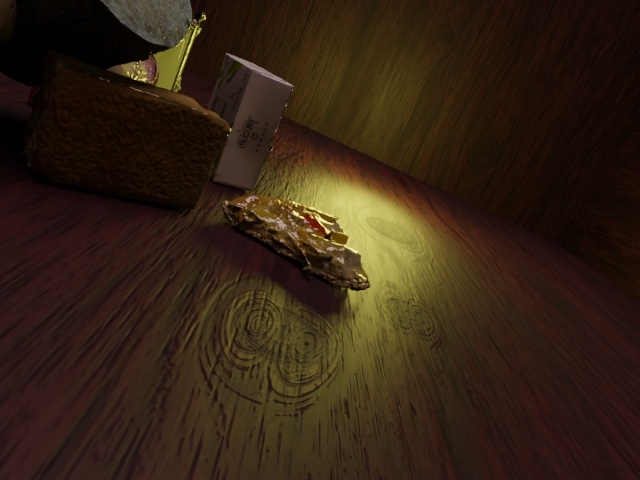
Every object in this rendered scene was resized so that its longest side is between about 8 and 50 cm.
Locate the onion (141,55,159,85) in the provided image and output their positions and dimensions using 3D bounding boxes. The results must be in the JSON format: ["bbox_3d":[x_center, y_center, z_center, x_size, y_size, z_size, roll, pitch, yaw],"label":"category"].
[{"bbox_3d":[-0.566,-0.525,1.500,0.195,0.218,0.140,4,-5,-25],"label":"onion"}]

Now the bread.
[{"bbox_3d":[-0.301,-0.162,0.821,0.274,0.185,0.114,11,25,-38],"label":"bread"}]

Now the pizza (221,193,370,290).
[{"bbox_3d":[0.000,0.000,0.957,0.287,0.075,0.280,36,20,34],"label":"pizza"}]

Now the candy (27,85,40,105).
[{"bbox_3d":[-0.530,-0.287,1.074,0.122,0.062,0.038,22,16,-13],"label":"candy"}]

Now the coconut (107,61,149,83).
[{"bbox_3d":[-0.554,-0.444,1.328,0.194,0.194,0.194,24,16,-7],"label":"coconut"}]

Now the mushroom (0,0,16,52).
[{"bbox_3d":[-0.525,-0.232,0.577,0.362,0.295,0.362,-12,16,4],"label":"mushroom"}]

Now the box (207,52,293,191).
[{"bbox_3d":[-0.185,-0.270,1.189,0.111,0.260,0.194,10,21,-33],"label":"box"}]

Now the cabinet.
[{"bbox_3d":[-0.587,-0.659,1.689,0.290,0.318,0.227,29,16,12],"label":"cabinet"}]

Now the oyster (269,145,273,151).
[{"bbox_3d":[-0.232,-0.306,1.597,0.177,0.056,0.105,16,12,-31],"label":"oyster"}]

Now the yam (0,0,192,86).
[{"bbox_3d":[-0.375,-0.366,0.800,0.348,0.241,0.241,-5,-3,34],"label":"yam"}]

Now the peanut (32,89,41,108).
[{"bbox_3d":[-0.414,-0.229,0.984,0.233,0.110,0.197,16,14,-30],"label":"peanut"}]
